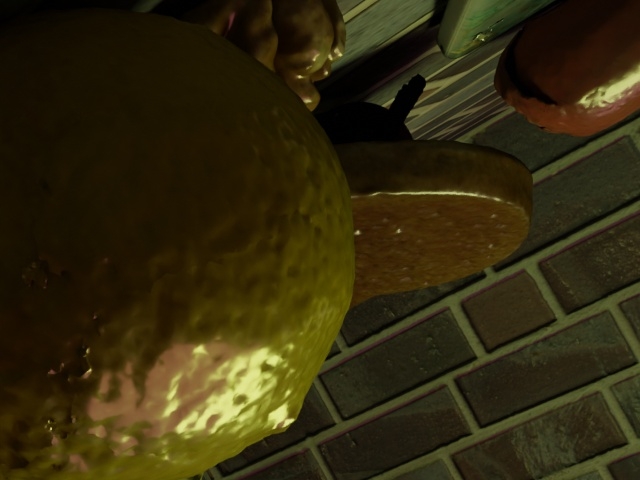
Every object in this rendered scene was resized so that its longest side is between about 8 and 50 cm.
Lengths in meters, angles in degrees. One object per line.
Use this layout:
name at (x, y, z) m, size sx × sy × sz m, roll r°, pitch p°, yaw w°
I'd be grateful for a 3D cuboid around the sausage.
sausage at (0.320, -0.218, 1.202) m, size 0.280 × 0.152 × 0.152 m, roll -33°, pitch 177°, yaw 25°

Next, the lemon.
lemon at (-0.083, 0.004, 0.450) m, size 0.192 × 0.192 × 0.231 m, roll -30°, pitch 161°, yaw 35°

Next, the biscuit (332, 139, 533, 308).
biscuit at (-0.001, -0.008, 1.069) m, size 0.394 × 0.070 × 0.350 m, roll -5°, pitch 160°, yaw -6°

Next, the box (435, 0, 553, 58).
box at (0.157, -0.201, 0.834) m, size 0.142 × 0.044 × 0.285 m, roll -33°, pitch 178°, yaw 2°

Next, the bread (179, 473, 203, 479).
bread at (-0.233, 0.125, 0.664) m, size 0.263 × 0.236 × 0.198 m, roll -30°, pitch -179°, yaw 7°

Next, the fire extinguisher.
fire extinguisher at (0.029, -0.081, 1.206) m, size 0.135 × 0.114 × 0.337 m, roll -61°, pitch -173°, yaw -13°

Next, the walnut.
walnut at (-0.056, -0.077, 0.595) m, size 0.143 × 0.069 × 0.170 m, roll -25°, pitch 173°, yaw -42°
